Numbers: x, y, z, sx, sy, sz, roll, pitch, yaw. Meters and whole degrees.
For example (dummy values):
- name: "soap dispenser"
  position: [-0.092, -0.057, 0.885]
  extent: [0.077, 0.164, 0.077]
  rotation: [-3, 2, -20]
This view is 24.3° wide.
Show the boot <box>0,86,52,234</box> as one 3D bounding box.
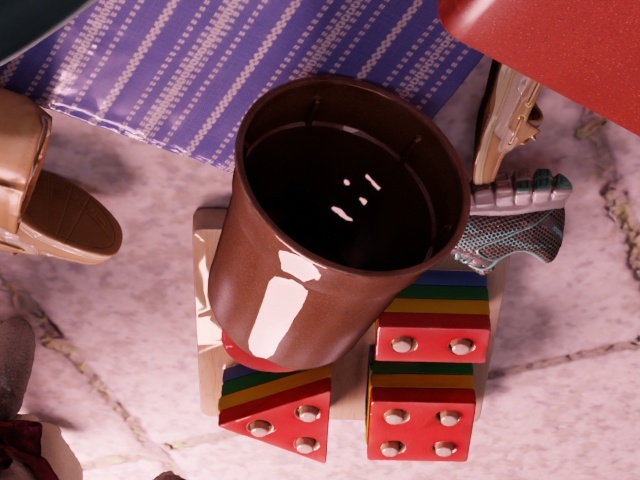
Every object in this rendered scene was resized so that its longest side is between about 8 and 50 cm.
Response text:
- name: "boot"
  position: [-0.307, -0.120, 0.981]
  extent: [0.269, 0.089, 0.236]
  rotation: [21, 154, -6]

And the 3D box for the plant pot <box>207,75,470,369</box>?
- name: "plant pot"
  position: [0.000, 0.000, 1.056]
  extent: [0.167, 0.167, 0.165]
  rotation: [12, 142, -12]

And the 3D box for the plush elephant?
- name: "plush elephant"
  position: [-0.291, 0.192, 1.270]
  extent: [0.272, 0.255, 0.330]
  rotation: [19, 128, -33]

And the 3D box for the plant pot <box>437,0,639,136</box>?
- name: "plant pot"
  position: [0.208, -0.203, 0.810]
  extent: [0.267, 0.267, 0.236]
  rotation: [24, 146, -24]

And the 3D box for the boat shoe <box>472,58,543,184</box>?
- name: "boat shoe"
  position: [0.138, -0.090, 1.072]
  extent: [0.045, 0.050, 0.135]
  rotation: [9, 138, -1]

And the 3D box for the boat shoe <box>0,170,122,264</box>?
- name: "boat shoe"
  position: [-0.238, -0.020, 1.152]
  extent: [0.170, 0.063, 0.059]
  rotation: [24, 137, -11]

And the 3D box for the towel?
- name: "towel"
  position: [-0.064, -0.150, 1.027]
  extent: [0.336, 0.040, 0.243]
  rotation: [20, 133, -23]

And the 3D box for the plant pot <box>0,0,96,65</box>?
- name: "plant pot"
  position: [-0.216, -0.224, 0.776]
  extent: [0.293, 0.293, 0.196]
  rotation: [-39, 84, 36]

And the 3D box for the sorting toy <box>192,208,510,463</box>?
- name: "sorting toy"
  position: [0.021, 0.095, 1.252]
  extent: [0.255, 0.089, 0.257]
  rotation: [2, 139, -1]

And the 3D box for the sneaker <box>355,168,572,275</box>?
- name: "sneaker"
  position: [0.110, -0.008, 1.138]
  extent: [0.166, 0.065, 0.076]
  rotation: [-3, 110, 7]
